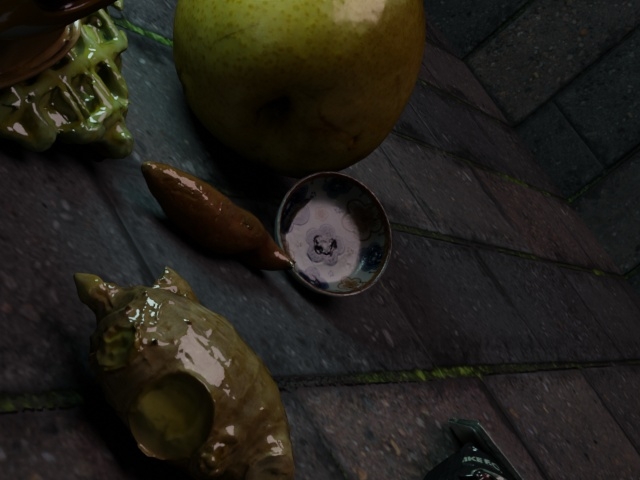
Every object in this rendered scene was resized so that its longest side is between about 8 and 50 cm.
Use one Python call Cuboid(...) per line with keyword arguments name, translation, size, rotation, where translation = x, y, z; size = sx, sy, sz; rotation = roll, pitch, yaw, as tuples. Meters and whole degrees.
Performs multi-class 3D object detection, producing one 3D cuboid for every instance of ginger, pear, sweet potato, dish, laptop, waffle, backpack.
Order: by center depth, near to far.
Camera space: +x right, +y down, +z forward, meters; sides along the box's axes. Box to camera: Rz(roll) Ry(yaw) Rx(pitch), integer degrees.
Cuboid(name="ginger", translation=(-0.096, 0.098, 0.821), size=(0.216, 0.102, 0.157), rotation=(47, 13, -7))
Cuboid(name="waffle", translation=(-0.283, -0.208, 1.005), size=(0.297, 0.073, 0.317), rotation=(26, 35, -43))
Cuboid(name="backpack", translation=(0.145, 0.258, 1.048), size=(0.120, 0.106, 0.165), rotation=(40, 24, -13))
Cuboid(name="sweet potato", translation=(-0.101, -0.017, 1.105), size=(0.055, 0.058, 0.202), rotation=(9, -19, 43))
Cuboid(name="laptop", translation=(0.229, 0.297, 1.201), size=(0.269, 0.015, 0.187), rotation=(52, -6, 5))
Cuboid(name="dish", translation=(0.000, 0.000, 1.269), size=(0.141, 0.078, 0.141), rotation=(7, 75, -27))
Cuboid(name="pear", translation=(-0.021, -0.224, 1.296), size=(0.314, 0.314, 0.314), rotation=(43, 20, -20))

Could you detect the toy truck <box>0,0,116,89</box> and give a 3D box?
Cuboid(name="toy truck", translation=(-0.225, -0.247, 0.841), size=(0.204, 0.211, 0.288), rotation=(52, 26, -6))
